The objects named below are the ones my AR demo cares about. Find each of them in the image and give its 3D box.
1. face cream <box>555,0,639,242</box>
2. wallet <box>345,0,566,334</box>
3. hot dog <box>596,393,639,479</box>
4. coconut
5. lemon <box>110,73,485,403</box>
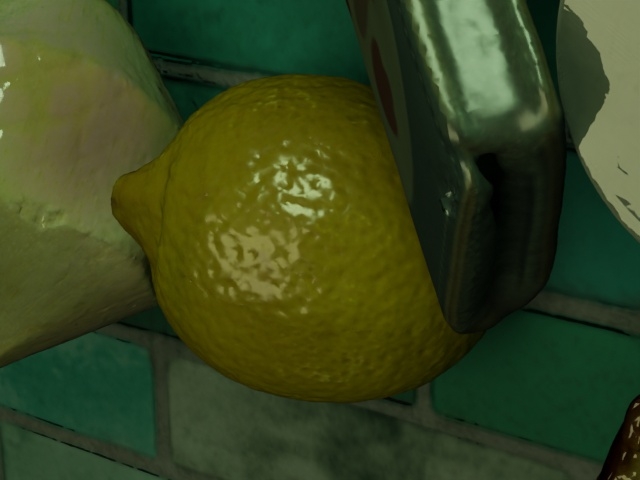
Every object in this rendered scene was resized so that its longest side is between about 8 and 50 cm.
[{"bbox_3d":[0.230,-0.094,0.740,0.218,0.179,0.218,7,109,23],"label":"face cream"},{"bbox_3d":[0.039,-0.154,0.824,0.252,0.083,0.360,82,171,-72],"label":"wallet"},{"bbox_3d":[0.263,0.179,0.884,0.259,0.114,0.175,44,131,35],"label":"hot dog"},{"bbox_3d":[-0.211,-0.035,1.102,0.259,0.259,0.259,14,114,33],"label":"coconut"},{"bbox_3d":[0.000,0.000,0.981,0.244,0.187,0.187,15,120,-3],"label":"lemon"}]
